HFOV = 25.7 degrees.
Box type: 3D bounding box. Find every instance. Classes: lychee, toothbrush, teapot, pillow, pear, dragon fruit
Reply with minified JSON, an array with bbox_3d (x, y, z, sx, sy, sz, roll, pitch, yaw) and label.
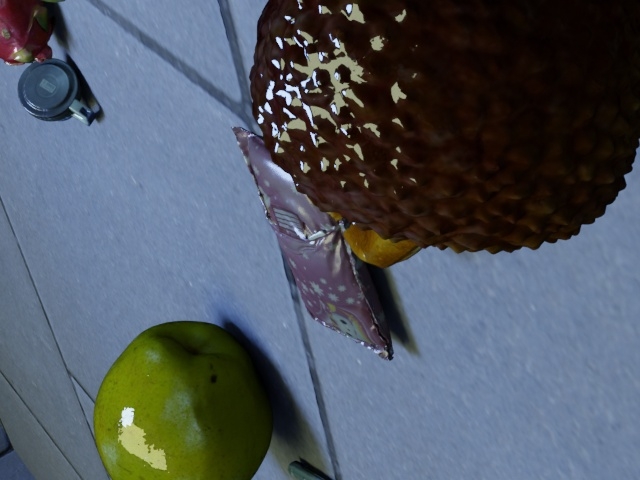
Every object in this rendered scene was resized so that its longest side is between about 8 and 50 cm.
[{"bbox_3d":[0.055,-0.087,0.616,0.194,0.194,0.194,48,156,30],"label":"lychee"},{"bbox_3d":[0.021,0.251,1.363,0.219,0.019,0.016,18,138,61],"label":"toothbrush"},{"bbox_3d":[-0.273,-0.149,1.485,0.088,0.066,0.057,32,173,11],"label":"teapot"},{"bbox_3d":[0.000,0.000,1.055,0.118,0.043,0.185,22,140,50],"label":"pillow"},{"bbox_3d":[-0.136,0.180,1.422,0.198,0.198,0.198,48,156,30],"label":"pear"},{"bbox_3d":[-0.318,-0.234,1.433,0.081,0.086,0.116,-75,-22,-65],"label":"dragon fruit"}]

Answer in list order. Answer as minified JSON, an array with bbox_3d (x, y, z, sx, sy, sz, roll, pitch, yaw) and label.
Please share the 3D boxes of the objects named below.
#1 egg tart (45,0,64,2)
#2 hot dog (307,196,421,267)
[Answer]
[{"bbox_3d":[-0.307,-0.306,1.322,0.197,0.078,0.197,49,155,33],"label":"egg tart"},{"bbox_3d":[0.051,-0.052,0.829,0.100,0.068,0.249,49,161,2],"label":"hot dog"}]
